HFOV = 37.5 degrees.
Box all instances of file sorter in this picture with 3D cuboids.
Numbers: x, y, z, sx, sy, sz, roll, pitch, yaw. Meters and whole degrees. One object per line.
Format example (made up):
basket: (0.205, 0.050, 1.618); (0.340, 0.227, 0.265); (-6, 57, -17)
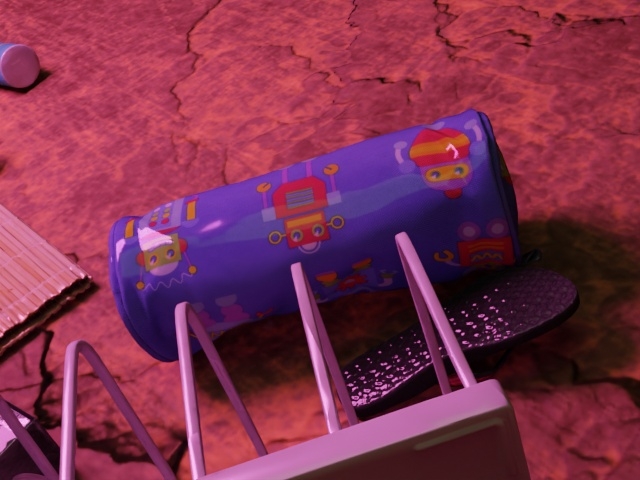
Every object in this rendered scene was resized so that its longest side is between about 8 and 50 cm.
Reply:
file sorter: (-0.039, 0.138, 0.514); (0.278, 0.193, 0.173); (-19, 37, 2)

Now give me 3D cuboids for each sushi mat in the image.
sushi mat: (-0.352, 0.022, 0.906); (0.151, 0.019, 0.316); (-40, 43, -21)

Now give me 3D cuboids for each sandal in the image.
sandal: (0.095, 0.074, 0.653); (0.179, 0.040, 0.067); (-29, 33, 12)

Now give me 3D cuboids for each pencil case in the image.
pencil case: (0.000, 0.000, 0.706); (0.306, 0.133, 0.119); (-16, 66, 7)

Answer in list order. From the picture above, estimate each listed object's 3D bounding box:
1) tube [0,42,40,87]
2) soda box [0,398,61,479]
tube: (-0.434, -0.231, 1.211); (0.207, 0.052, 0.080); (15, 41, 43)
soda box: (-0.256, 0.191, 0.644); (0.053, 0.060, 0.169); (17, 53, 38)
